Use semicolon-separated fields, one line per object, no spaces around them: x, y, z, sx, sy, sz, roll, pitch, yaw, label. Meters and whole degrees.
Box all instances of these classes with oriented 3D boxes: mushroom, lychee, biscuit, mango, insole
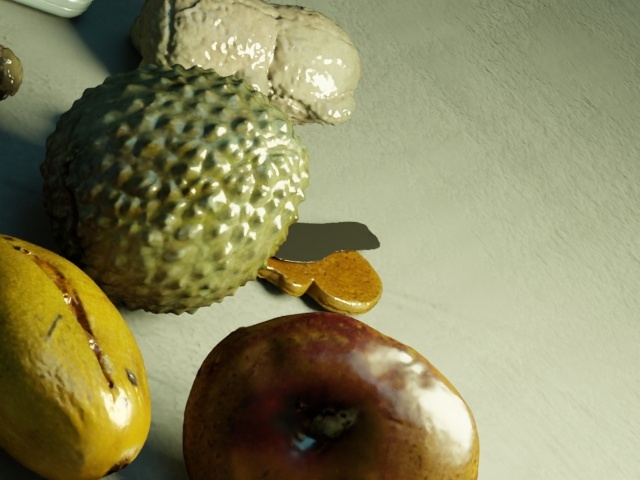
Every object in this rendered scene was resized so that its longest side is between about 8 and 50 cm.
0.018;0.206;1.815;0.254;0.267;0.267;49;15;-53;mushroom
-0.148;-0.054;1.908;0.255;0.274;0.255;50;30;-42;lychee
-0.011;0.031;2.113;0.175;0.026;0.124;16;34;-26;biscuit
-0.257;0.092;1.750;0.177;0.120;0.295;-1;50;-44;mango
0.000;0.000;2.134;0.188;0.004;0.064;-6;49;-48;insole

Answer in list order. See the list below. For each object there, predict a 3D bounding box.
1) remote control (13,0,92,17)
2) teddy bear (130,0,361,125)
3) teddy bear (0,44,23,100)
-0.371;-0.315;2.174;0.244;0.047;0.087;17;37;-25;remote control
-0.087;-0.217;2.219;0.267;0.151;0.236;17;42;-26;teddy bear
-0.401;-0.182;1.933;0.140;0.177;0.190;-6;33;16;teddy bear
